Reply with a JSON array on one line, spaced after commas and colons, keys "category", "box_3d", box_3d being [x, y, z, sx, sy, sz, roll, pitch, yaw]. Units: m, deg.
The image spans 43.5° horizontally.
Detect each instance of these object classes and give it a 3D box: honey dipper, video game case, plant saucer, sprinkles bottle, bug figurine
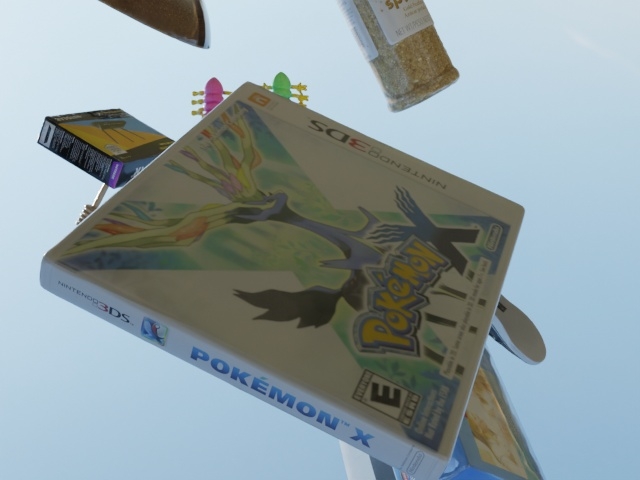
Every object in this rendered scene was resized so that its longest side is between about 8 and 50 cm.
[{"category": "honey dipper", "box_3d": [-0.343, -0.087, 1.286, 0.030, 0.161, 0.030, 30, -167, -8]}, {"category": "video game case", "box_3d": [0.000, 0.000, 0.648, 0.299, 0.036, 0.329, 25, -141, 7]}, {"category": "plant saucer", "box_3d": [-0.237, -0.295, 0.806, 0.310, 0.050, 0.311, 30, -166, -8]}, {"category": "sprinkles bottle", "box_3d": [0.077, -0.369, 1.177, 0.356, 0.121, 0.121, 62, -146, -9]}, {"category": "bug figurine", "box_3d": [-0.122, -0.177, 1.372, 0.278, 0.216, 0.072, -4, 176, -1]}]

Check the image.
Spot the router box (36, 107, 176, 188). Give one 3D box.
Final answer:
[{"category": "router box", "box_3d": [-0.291, -0.135, 1.144, 0.133, 0.046, 0.179, 30, -159, 10]}]

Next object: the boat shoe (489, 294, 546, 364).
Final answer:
[{"category": "boat shoe", "box_3d": [0.218, 0.098, 0.987, 0.049, 0.040, 0.142, -30, -108, -35]}]

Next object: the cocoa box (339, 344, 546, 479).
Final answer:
[{"category": "cocoa box", "box_3d": [0.183, 0.313, 1.339, 0.231, 0.228, 0.347, 30, -151, -34]}]
